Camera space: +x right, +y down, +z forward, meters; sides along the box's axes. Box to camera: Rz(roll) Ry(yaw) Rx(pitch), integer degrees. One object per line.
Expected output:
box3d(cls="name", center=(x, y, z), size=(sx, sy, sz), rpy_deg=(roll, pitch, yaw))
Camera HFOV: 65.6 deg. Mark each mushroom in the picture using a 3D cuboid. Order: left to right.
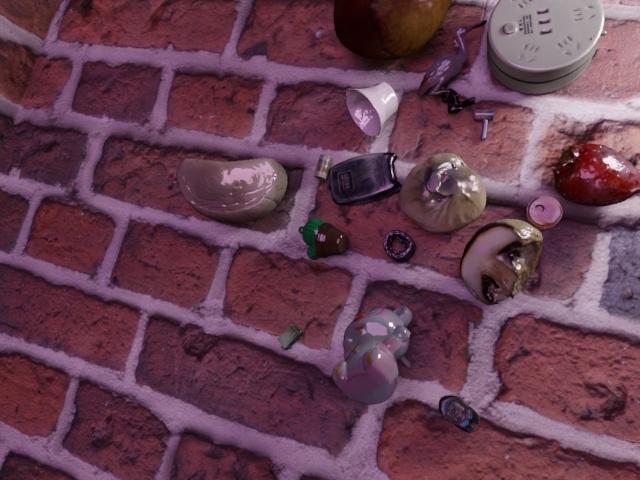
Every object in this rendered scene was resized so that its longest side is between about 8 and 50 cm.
box3d(cls="mushroom", center=(0.551, 0.050, 1.498), size=(0.189, 0.164, 0.267), rpy_deg=(30, 125, 44))

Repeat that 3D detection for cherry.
box3d(cls="cherry", center=(0.813, -0.184, 1.452), size=(0.249, 0.192, 0.175), rpy_deg=(16, 119, 14))

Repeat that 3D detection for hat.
box3d(cls="hat", center=(0.192, -0.473, 1.731), size=(0.126, 0.203, 0.203), rpy_deg=(-33, 69, -12))

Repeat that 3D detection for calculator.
box3d(cls="calculator", center=(0.148, -0.217, 1.752), size=(0.267, 0.040, 0.177), rpy_deg=(-14, 72, 19))

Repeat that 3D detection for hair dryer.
box3d(cls="hair dryer", center=(0.542, -0.381, 1.661), size=(0.063, 0.037, 0.115), rpy_deg=(6, 87, 21))

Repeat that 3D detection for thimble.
box3d(cls="thimble", center=(0.259, 0.019, 1.648), size=(0.104, 0.066, 0.095), rpy_deg=(25, 86, 24))

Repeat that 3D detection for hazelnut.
box3d(cls="hazelnut", center=(0.234, -0.812, 1.699), size=(0.420, 0.352, 0.421), rpy_deg=(-30, 39, 29))

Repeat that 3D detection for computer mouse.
box3d(cls="computer mouse", center=(0.416, 0.520, 1.499), size=(0.135, 0.047, 0.079), rpy_deg=(34, 84, 10))

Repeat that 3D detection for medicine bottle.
box3d(cls="medicine bottle", center=(0.009, -0.264, 1.798), size=(0.047, 0.047, 0.083), rpy_deg=(14, 83, 20))

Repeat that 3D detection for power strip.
box3d(cls="power strip", center=(0.720, -0.658, 1.592), size=(0.357, 0.161, 0.358), rpy_deg=(-4, 77, 17))

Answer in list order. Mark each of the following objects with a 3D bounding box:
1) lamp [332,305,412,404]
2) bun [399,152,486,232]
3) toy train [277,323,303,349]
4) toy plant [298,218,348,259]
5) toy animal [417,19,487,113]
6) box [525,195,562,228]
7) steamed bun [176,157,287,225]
box3d(cls="lamp", center=(0.178, 0.347, 1.500), size=(0.247, 0.301, 0.247), rpy_deg=(-35, 108, 29))
box3d(cls="bun", center=(0.387, -0.152, 1.592), size=(0.272, 0.168, 0.273), rpy_deg=(-3, 75, 10))
box3d(cls="toy train", center=(-0.105, 0.334, 1.711), size=(0.093, 0.038, 0.056), rpy_deg=(-45, 67, 5))
box3d(cls="toy plant", center=(0.000, 0.000, 1.721), size=(0.200, 0.105, 0.143), rpy_deg=(11, 96, 37))
box3d(cls="toy animal", center=(0.446, -0.593, 1.706), size=(0.195, 0.090, 0.325), rpy_deg=(8, 90, 13))
box3d(cls="box", center=(0.694, -0.086, 1.544), size=(0.105, 0.037, 0.106), rpy_deg=(-4, 77, 17))
box3d(cls="steamed bun", center=(-0.314, -0.172, 1.781), size=(0.383, 0.247, 0.237), rpy_deg=(0, 89, 12))
